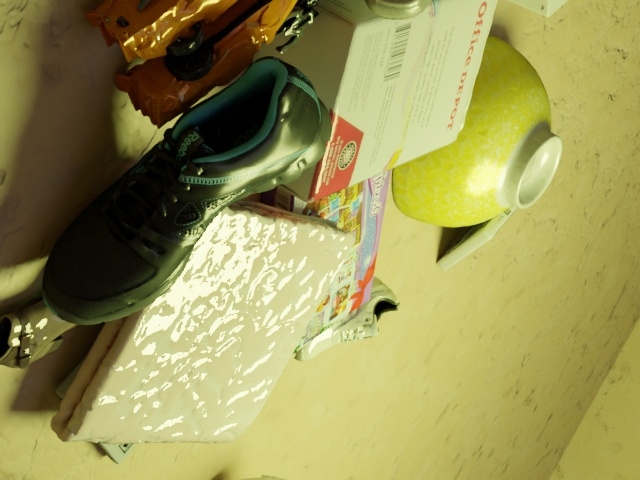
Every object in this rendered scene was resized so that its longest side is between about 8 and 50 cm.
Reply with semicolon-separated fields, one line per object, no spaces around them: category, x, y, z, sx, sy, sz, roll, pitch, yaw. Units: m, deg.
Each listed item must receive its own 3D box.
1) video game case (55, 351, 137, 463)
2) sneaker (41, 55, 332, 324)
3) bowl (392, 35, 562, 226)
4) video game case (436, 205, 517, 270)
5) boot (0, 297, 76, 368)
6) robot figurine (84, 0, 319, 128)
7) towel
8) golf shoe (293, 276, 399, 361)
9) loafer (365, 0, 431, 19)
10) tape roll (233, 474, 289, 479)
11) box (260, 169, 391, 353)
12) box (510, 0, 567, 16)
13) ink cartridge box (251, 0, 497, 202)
video game case;-0.203;0.141;1.637;0.212;0.023;0.193;-49;152;-18
sneaker;-0.147;-0.057;1.363;0.341;0.125;0.139;-41;159;-4
bowl;0.249;-0.129;1.996;0.289;0.156;0.289;-42;149;-33
video game case;0.270;-0.040;2.172;0.173;0.022;0.190;-47;-178;-24
boot;-0.285;0.078;1.410;0.087;0.042;0.118;-1;118;-57
robot figurine;-0.081;-0.250;1.342;0.291;0.085;0.211;-43;153;-16
towel;-0.128;0.098;1.610;0.332;0.053;0.317;14;108;-57
golf shoe;0.038;0.115;1.958;0.176;0.086;0.069;-44;151;-25
loafer;0.107;-0.344;1.483;0.111;0.112;0.319;92;13;-55
tape roll;-0.083;0.462;1.884;0.286;0.286;0.100;-42;148;-31
box;0.000;0.000;1.804;0.201;0.057;0.293;-32;143;-40
box;0.291;-0.375;1.876;0.087;0.101;0.102;-42;147;-31
ink cartridge box;0.057;-0.199;1.619;0.306;0.131;0.226;-26;138;-50
